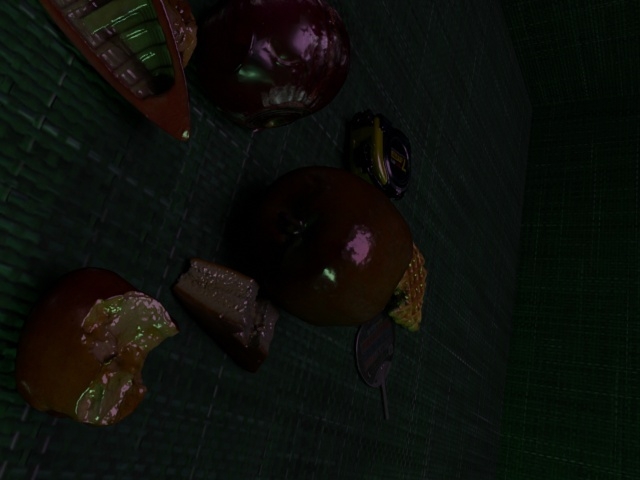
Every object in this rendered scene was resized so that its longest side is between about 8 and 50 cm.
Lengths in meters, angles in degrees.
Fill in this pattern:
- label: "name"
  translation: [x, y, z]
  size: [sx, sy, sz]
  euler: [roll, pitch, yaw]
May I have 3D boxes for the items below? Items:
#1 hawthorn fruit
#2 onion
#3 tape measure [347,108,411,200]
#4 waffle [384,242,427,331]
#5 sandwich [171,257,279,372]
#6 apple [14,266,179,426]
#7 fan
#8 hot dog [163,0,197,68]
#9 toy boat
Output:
- label: "hawthorn fruit"
  translation: [0.000, 0.000, 0.889]
  size: [0.301, 0.268, 0.267]
  euler: [38, 59, -51]
- label: "onion"
  translation: [-0.072, -0.301, 0.830]
  size: [0.206, 0.207, 0.216]
  euler: [-1, 85, -61]
- label: "tape measure"
  translation: [0.135, -0.185, 1.236]
  size: [0.199, 0.112, 0.186]
  euler: [20, 66, -50]
- label: "waffle"
  translation: [0.237, 0.108, 1.440]
  size: [0.261, 0.056, 0.250]
  euler: [44, 52, -48]
- label: "sandwich"
  translation: [-0.127, 0.124, 0.843]
  size: [0.244, 0.088, 0.090]
  euler: [57, 41, -40]
- label: "apple"
  translation: [-0.258, 0.121, 0.593]
  size: [0.158, 0.147, 0.156]
  euler: [-58, 169, -26]
- label: "fan"
  translation: [0.160, 0.293, 1.368]
  size: [0.294, 0.012, 0.223]
  euler: [63, 40, -37]
- label: "hot dog"
  translation: [-0.206, -0.289, 0.743]
  size: [0.078, 0.061, 0.168]
  euler: [26, 68, -54]
- label: "toy boat"
  translation: [-0.257, -0.299, 0.620]
  size: [0.079, 0.136, 0.392]
  euler: [-97, 162, -58]
